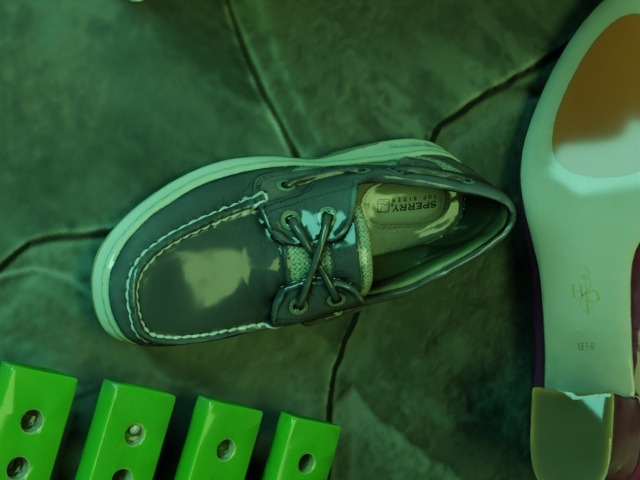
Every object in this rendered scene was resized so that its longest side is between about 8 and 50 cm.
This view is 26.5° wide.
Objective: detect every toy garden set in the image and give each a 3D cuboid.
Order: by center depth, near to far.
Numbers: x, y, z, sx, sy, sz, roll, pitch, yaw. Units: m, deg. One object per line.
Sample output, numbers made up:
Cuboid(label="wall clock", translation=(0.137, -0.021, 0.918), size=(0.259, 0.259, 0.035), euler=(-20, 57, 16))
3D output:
Cuboid(label="toy garden set", translation=(-0.117, 0.186, 0.812), size=(0.244, 0.049, 0.203), euler=(18, 88, -41))

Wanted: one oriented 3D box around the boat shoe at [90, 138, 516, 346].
Cuboid(label="boat shoe", translation=(0.000, 0.000, 0.828), size=(0.285, 0.092, 0.102), euler=(-15, 109, -36))

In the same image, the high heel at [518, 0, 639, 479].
Cuboid(label="high heel", translation=(0.218, 0.007, 1.027), size=(0.181, 0.127, 0.377), euler=(17, 85, -69))
